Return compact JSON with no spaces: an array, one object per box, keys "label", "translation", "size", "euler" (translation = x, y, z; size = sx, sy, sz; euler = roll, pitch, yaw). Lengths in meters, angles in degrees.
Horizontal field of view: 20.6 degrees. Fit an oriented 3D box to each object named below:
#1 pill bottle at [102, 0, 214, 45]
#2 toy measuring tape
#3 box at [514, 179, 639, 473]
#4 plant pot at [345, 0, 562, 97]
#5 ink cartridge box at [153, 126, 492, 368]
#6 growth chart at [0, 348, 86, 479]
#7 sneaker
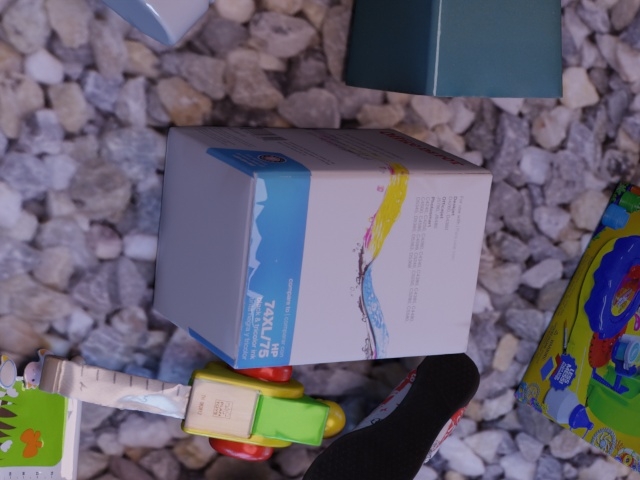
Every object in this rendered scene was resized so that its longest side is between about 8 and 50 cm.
[{"label":"pill bottle","translation":[-0.080,-0.365,1.600],"size":[0.361,0.204,0.204],"euler":[-49,123,-8]},{"label":"toy measuring tape","translation":[-0.132,0.157,1.819],"size":[0.330,0.121,0.121],"euler":[12,100,-18]},{"label":"box","translation":[0.421,0.123,2.014],"size":[0.177,0.279,0.290],"euler":[24,93,-34]},{"label":"plant pot","translation":[0.140,-0.267,1.796],"size":[0.165,0.166,0.234],"euler":[-2,98,-30]},{"label":"ink cartridge box","translation":[0.000,0.000,1.774],"size":[0.270,0.198,0.197],"euler":[-2,107,-29]},{"label":"growth chart","translation":[-0.321,0.199,1.713],"size":[0.237,0.021,0.172],"euler":[-10,102,-46]},{"label":"sneaker","translation":[0.064,0.237,1.904],"size":[0.270,0.090,0.145],"euler":[-43,168,-33]}]
